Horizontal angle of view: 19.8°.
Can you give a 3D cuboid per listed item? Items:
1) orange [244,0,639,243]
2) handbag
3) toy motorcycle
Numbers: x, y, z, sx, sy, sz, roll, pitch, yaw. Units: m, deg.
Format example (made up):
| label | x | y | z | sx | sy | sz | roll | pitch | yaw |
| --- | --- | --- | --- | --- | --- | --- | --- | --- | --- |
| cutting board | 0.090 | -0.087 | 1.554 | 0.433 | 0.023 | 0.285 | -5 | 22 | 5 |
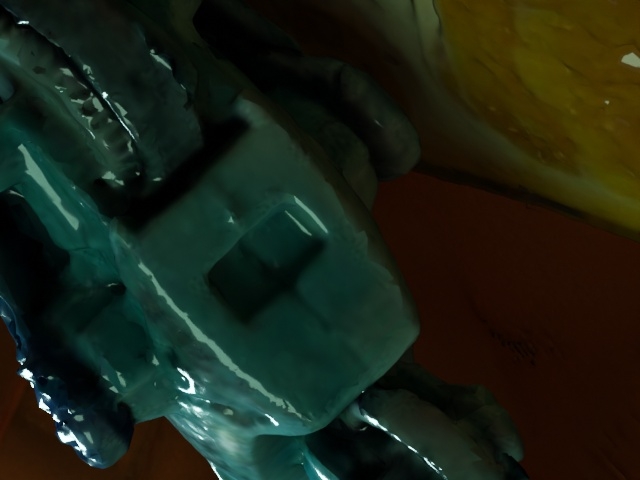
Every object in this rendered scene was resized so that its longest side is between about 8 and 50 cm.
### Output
| label | x | y | z | sx | sy | sz | roll | pitch | yaw |
| --- | --- | --- | --- | --- | --- | --- | --- | --- | --- |
| orange | 0.041 | -0.108 | 0.567 | 0.274 | 0.310 | 0.274 | -13 | 130 | -16 |
| handbag | 0.001 | 0.049 | 0.811 | 0.410 | 0.303 | 0.116 | 26 | 152 | -19 |
| toy motorcycle | -0.041 | 0.008 | 0.614 | 0.260 | 0.154 | 0.206 | 50 | 162 | -14 |
